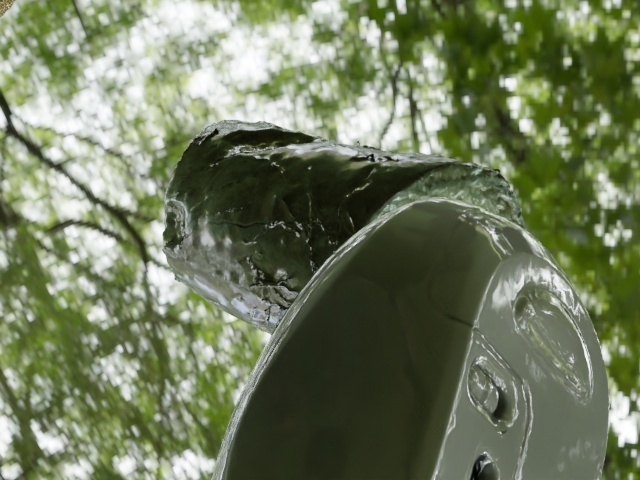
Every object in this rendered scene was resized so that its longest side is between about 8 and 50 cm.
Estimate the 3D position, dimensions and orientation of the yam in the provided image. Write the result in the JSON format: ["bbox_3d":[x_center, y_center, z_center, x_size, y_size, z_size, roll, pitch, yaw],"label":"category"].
[{"bbox_3d":[0.000,0.000,1.010,0.254,0.154,0.154,17,-122,41],"label":"yam"}]

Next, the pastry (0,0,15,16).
[{"bbox_3d":[-0.328,-0.285,1.366,0.103,0.189,0.189,32,-115,10],"label":"pastry"}]

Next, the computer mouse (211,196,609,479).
[{"bbox_3d":[0.020,0.125,0.564,0.121,0.184,0.297,2,-115,32],"label":"computer mouse"}]
